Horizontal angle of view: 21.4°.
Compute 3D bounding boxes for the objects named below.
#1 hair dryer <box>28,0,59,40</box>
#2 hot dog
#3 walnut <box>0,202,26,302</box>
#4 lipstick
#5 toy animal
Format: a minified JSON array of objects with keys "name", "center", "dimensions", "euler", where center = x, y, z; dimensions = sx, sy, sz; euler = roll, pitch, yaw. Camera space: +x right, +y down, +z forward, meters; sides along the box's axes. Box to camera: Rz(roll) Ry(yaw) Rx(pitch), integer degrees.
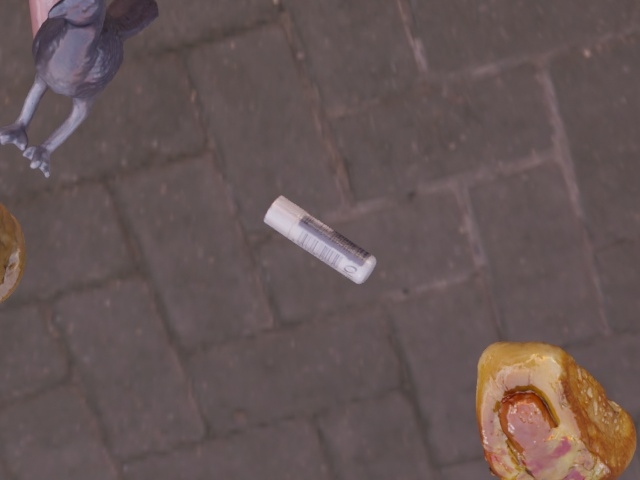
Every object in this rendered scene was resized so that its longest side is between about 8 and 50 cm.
[{"name":"hair dryer","center":[-0.285,-0.333,1.728],"dimensions":[0.125,0.210,0.352],"euler":[-5,96,12]},{"name":"hot dog","center":[0.292,0.245,2.140],"dimensions":[0.150,0.153,0.257],"euler":[-7,144,38]},{"name":"walnut","center":[-0.413,0.019,1.939],"dimensions":[0.149,0.166,0.166],"euler":[14,118,-4]},{"name":"lipstick","center":[0.000,0.000,2.001],"dimensions":[0.141,0.040,0.040],"euler":[33,115,8]},{"name":"toy animal","center":[-0.233,-0.164,1.605],"dimensions":[0.081,0.367,0.205],"euler":[29,92,0]}]
